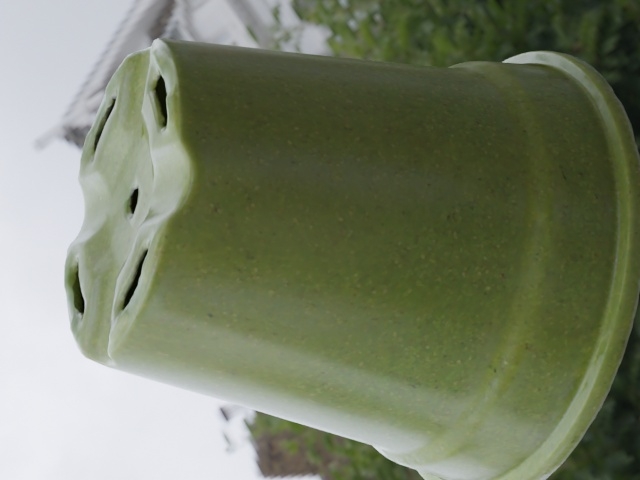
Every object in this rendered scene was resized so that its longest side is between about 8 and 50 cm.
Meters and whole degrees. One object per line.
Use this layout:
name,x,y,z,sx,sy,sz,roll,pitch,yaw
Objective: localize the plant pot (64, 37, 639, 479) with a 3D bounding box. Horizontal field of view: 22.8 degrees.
plant pot,0.000,0.000,0.904,0.254,0.276,0.276,11,-134,-25
